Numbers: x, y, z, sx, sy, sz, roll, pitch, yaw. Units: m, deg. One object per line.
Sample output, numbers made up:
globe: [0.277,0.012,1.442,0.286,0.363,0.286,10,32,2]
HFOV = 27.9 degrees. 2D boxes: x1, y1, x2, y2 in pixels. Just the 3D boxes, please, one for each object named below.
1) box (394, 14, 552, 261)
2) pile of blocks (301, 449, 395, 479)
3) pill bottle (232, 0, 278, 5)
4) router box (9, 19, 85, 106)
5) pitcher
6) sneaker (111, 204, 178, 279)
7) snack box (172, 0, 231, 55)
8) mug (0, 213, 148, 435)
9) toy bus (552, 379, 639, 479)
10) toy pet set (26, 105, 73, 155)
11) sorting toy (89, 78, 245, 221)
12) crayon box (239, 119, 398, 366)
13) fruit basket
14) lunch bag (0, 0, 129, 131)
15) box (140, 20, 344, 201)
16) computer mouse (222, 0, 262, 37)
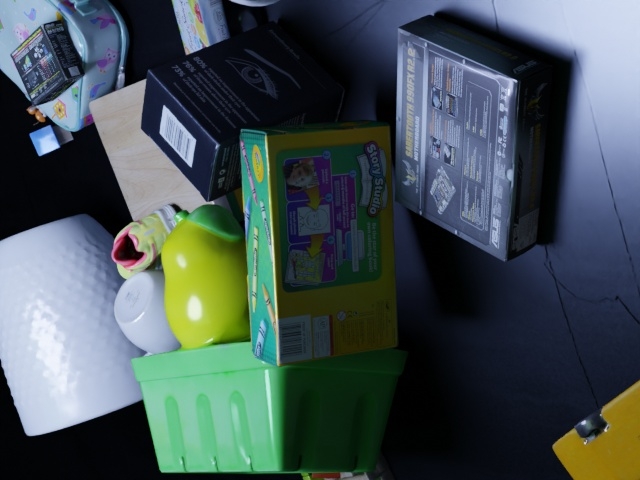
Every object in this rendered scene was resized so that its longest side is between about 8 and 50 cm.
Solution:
box: [0.165,-0.114,1.439,0.183,0.056,0.231,32,135,40]
pile of blocks: [-0.050,0.324,1.976,0.362,0.113,0.149,13,122,50]
pill bottle: [-0.161,-0.405,1.579,0.318,0.176,0.176,28,132,42]
router box: [-0.415,-0.268,1.953,0.122,0.038,0.092,-24,91,50]
pitcher: [-0.219,0.148,1.950,0.125,0.177,0.207,11,164,46]
sneaker: [-0.279,0.012,1.933,0.081,0.094,0.208,57,148,8]
snack box: [-0.157,-0.289,1.703,0.100,0.037,0.141,44,154,47]
mug: [-0.431,0.134,2.266,0.374,0.276,0.328,180,71,-87]
toy bus: [0.364,0.176,1.294,0.108,0.130,0.332,55,146,14]
toy pet set: [-0.493,-0.210,2.263,0.122,0.065,0.114,-14,100,56]
sorting toy: [-0.211,-0.120,1.918,0.257,0.089,0.255,-8,105,56]
crayon box: [0.000,0.000,1.542,0.081,0.165,0.278,14,108,62]
fruit basket: [-0.091,0.139,1.776,0.392,0.283,0.392,-13,73,50]
lunch bag: [-0.413,-0.324,2.039,0.279,0.108,0.224,42,135,26]
box: [-0.099,-0.166,1.627,0.153,0.207,0.108,48,145,25]
computer mouse: [-0.162,-0.350,1.741,0.242,0.041,0.071,45,143,27]
